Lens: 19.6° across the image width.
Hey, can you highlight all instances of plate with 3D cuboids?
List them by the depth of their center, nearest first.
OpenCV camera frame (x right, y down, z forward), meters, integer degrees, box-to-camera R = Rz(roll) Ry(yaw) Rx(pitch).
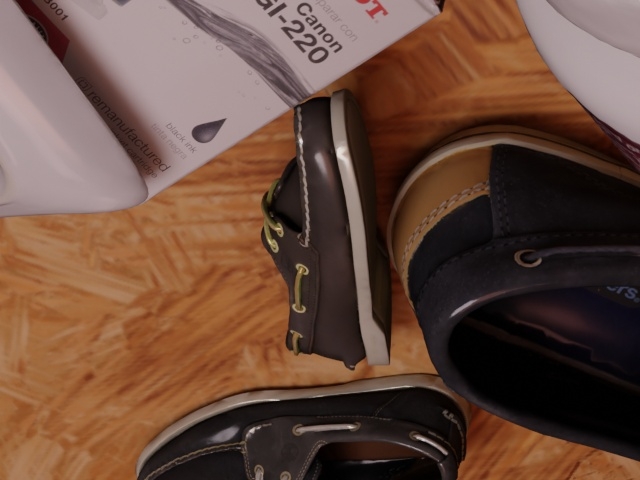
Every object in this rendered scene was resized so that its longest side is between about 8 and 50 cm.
[{"bbox_3d":[-0.262,-0.101,0.998,0.278,0.045,0.277,-5,129,42],"label":"plate"}]

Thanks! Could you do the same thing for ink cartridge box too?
[{"bbox_3d":[-0.062,-0.141,0.982,0.218,0.092,0.158,-32,117,25],"label":"ink cartridge box"}]

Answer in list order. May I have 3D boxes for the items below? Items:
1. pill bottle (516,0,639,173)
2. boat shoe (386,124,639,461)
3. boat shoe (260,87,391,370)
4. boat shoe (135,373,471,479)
[{"bbox_3d":[0.209,-0.112,0.778,0.224,0.224,0.392,-18,158,19],"label":"pill bottle"},{"bbox_3d":[0.273,0.083,1.070,0.500,0.156,0.186,19,125,-9],"label":"boat shoe"},{"bbox_3d":[0.000,0.000,1.064,0.069,0.081,0.227,-1,142,7],"label":"boat shoe"},{"bbox_3d":[-0.018,0.147,1.203,0.233,0.079,0.084,-12,126,18],"label":"boat shoe"}]
